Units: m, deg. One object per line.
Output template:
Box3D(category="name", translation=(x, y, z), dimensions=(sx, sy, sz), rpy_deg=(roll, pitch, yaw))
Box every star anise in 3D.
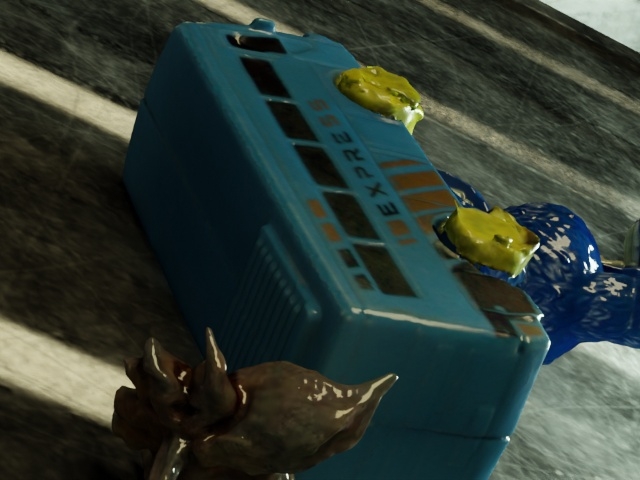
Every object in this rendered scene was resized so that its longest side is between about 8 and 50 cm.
Box3D(category="star anise", translation=(-0.074, 0.127, 0.907), dimensions=(0.218, 0.148, 0.227), rpy_deg=(57, 37, -30))

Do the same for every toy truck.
Box3D(category="toy truck", translation=(0.000, 0.000, 1.215), dimensions=(0.162, 0.161, 0.385), rpy_deg=(10, 28, -26))

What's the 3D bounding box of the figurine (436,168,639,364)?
Box3D(category="figurine", translation=(0.114, 0.021, 1.407), dimensions=(0.262, 0.120, 0.164), rpy_deg=(16, 11, 9))
